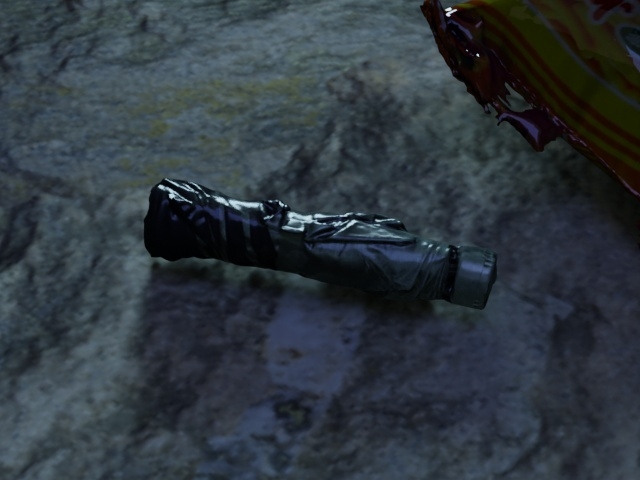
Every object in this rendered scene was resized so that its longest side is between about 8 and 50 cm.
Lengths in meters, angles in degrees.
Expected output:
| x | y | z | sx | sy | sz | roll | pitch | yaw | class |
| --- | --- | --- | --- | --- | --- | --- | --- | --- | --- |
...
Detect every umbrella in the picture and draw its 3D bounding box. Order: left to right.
| x | y | z | sx | sy | sz | roll | pitch | yaw | class |
| --- | --- | --- | --- | --- | --- | --- | --- | --- | --- |
| 0.000 | 0.000 | 1.013 | 0.188 | 0.046 | 0.050 | 9 | 42 | 9 | umbrella |

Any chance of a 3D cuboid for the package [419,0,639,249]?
| x | y | z | sx | sy | sz | roll | pitch | yaw | class |
| --- | --- | --- | --- | --- | --- | --- | --- | --- | --- |
| 0.225 | -0.106 | 1.084 | 0.288 | 0.108 | 0.223 | -32 | 59 | -19 | package |
